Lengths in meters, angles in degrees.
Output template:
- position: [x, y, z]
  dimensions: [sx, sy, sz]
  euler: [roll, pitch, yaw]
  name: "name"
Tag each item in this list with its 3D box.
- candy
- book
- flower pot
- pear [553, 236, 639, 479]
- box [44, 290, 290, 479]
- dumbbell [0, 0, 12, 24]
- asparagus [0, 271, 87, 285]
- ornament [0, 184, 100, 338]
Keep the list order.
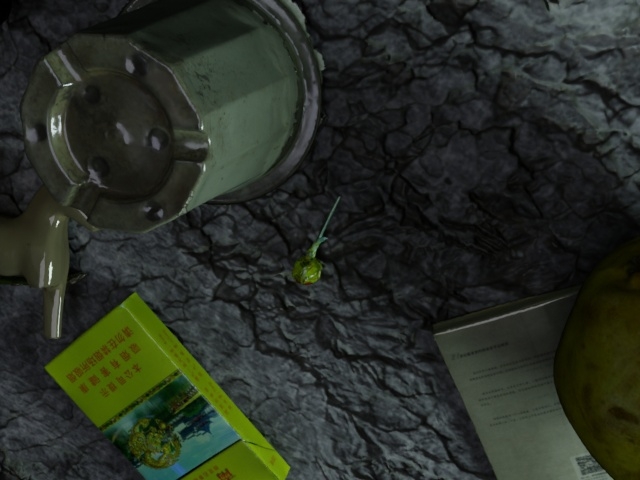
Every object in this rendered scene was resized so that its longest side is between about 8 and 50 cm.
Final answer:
- position: [0.000, 0.000, 0.917]
  dimensions: [0.035, 0.035, 0.123]
  euler: [40, 111, 49]
  name: "candy"
- position: [0.283, 0.200, 0.910]
  dimensions: [0.214, 0.025, 0.283]
  euler: [-18, 104, 20]
  name: "book"
- position: [-0.162, -0.138, 0.782]
  dimensions: [0.290, 0.259, 0.290]
  euler: [6, 113, 15]
  name: "flower pot"
- position: [0.370, 0.143, 0.734]
  dimensions: [0.269, 0.269, 0.321]
  euler: [-29, 120, 23]
  name: "pear"
- position: [-0.217, 0.251, 1.062]
  dimensions: [0.187, 0.047, 0.335]
  euler: [-37, 97, 24]
  name: "box"
- position: [-0.357, -0.332, 0.828]
  dimensions: [0.325, 0.143, 0.143]
  euler: [-23, 102, 22]
  name: "dumbbell"
- position: [-0.434, 0.056, 1.064]
  dimensions: [0.232, 0.022, 0.023]
  euler: [-1, 67, 17]
  name: "asparagus"
- position: [-0.394, 0.012, 1.006]
  dimensions: [0.230, 0.061, 0.245]
  euler: [8, 98, 15]
  name: "ornament"
